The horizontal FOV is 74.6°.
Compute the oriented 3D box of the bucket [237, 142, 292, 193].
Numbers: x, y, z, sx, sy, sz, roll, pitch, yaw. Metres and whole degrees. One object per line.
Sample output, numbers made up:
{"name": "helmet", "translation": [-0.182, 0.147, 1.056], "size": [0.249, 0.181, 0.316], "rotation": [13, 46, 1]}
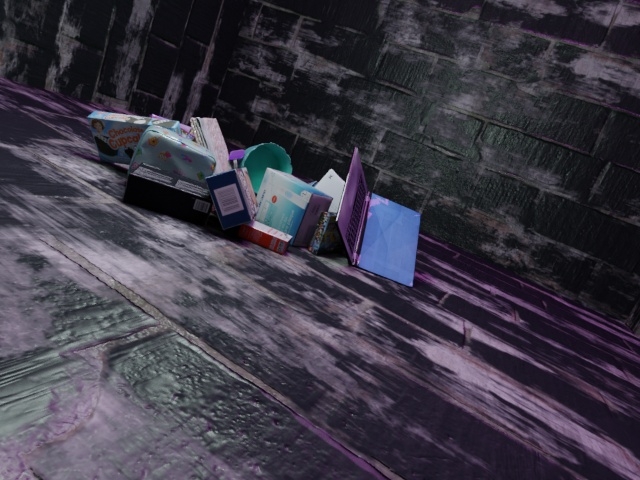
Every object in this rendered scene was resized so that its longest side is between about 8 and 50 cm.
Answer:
{"name": "bucket", "translation": [-0.306, -0.385, 2.255], "size": [0.280, 0.282, 0.183], "rotation": [15, 6, -27]}

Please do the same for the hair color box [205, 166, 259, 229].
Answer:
{"name": "hair color box", "translation": [-0.295, -0.158, 1.465], "size": [0.105, 0.174, 0.347], "rotation": [-17, 12, -2]}

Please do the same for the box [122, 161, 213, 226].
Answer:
{"name": "box", "translation": [-0.488, -0.154, 1.389], "size": [0.260, 0.103, 0.184], "rotation": [18, 18, -17]}

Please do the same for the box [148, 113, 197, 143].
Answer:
{"name": "box", "translation": [-0.707, -0.470, 2.060], "size": [0.293, 0.201, 0.057], "rotation": [11, 1, -40]}

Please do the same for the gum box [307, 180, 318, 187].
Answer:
{"name": "gum box", "translation": [-0.088, -0.231, 2.144], "size": [0.041, 0.157, 0.184], "rotation": [48, -11, -13]}

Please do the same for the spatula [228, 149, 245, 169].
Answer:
{"name": "spatula", "translation": [-0.431, -0.360, 2.121], "size": [0.083, 0.297, 0.030], "rotation": [-7, -34, 8]}

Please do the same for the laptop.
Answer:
{"name": "laptop", "translation": [0.244, -0.089, 1.636], "size": [0.236, 0.383, 0.408], "rotation": [1, -36, 19]}

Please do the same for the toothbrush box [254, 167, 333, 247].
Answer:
{"name": "toothbrush box", "translation": [-0.121, -0.131, 1.652], "size": [0.126, 0.217, 0.295], "rotation": [9, 19, -46]}

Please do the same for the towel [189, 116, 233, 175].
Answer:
{"name": "towel", "translation": [-0.517, -0.437, 2.063], "size": [0.053, 0.333, 0.317], "rotation": [-14, 12, 7]}

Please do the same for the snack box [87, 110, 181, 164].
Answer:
{"name": "snack box", "translation": [-0.683, -0.370, 1.580], "size": [0.321, 0.187, 0.060], "rotation": [7, 41, 2]}

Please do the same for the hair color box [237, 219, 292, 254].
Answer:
{"name": "hair color box", "translation": [-0.188, -0.015, 1.437], "size": [0.167, 0.054, 0.093], "rotation": [22, 13, 2]}

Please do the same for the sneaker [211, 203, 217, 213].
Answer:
{"name": "sneaker", "translation": [-0.392, -0.119, 1.551], "size": [0.119, 0.047, 0.057], "rotation": [12, 28, -33]}

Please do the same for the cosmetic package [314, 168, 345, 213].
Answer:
{"name": "cosmetic package", "translation": [0.070, -0.183, 1.999], "size": [0.217, 0.156, 0.385], "rotation": [43, 0, 2]}

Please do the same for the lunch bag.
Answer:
{"name": "lunch bag", "translation": [-0.536, -0.265, 1.508], "size": [0.278, 0.224, 0.108], "rotation": [22, 17, -27]}

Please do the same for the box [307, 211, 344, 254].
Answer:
{"name": "box", "translation": [0.050, -0.029, 1.649], "size": [0.044, 0.159, 0.233], "rotation": [27, 14, 26]}
